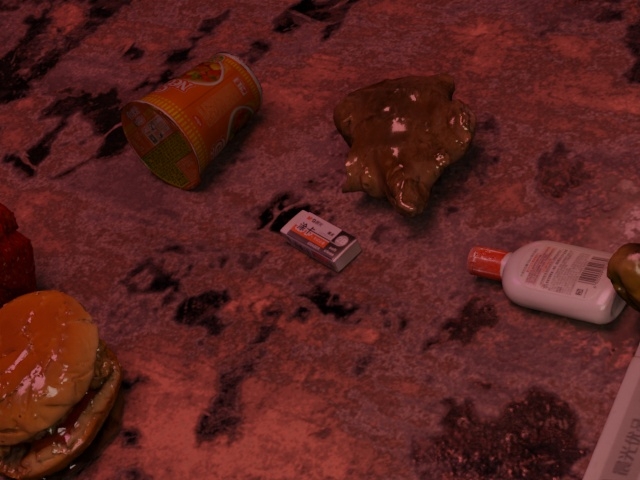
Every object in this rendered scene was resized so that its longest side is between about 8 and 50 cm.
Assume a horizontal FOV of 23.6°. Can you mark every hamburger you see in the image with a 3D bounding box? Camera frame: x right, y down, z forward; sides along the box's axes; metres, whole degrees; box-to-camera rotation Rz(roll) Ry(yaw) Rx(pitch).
[{"bbox_3d":[-0.392,0.197,2.076,0.244,0.163,0.244,-12,45,12],"label":"hamburger"}]

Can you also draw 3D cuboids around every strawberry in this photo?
[{"bbox_3d":[-0.520,0.046,2.207,0.238,0.250,0.288,-36,2,-20],"label":"strawberry"}]

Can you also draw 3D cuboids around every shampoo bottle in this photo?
[{"bbox_3d":[0.295,0.046,1.990,0.221,0.051,0.108,12,55,34],"label":"shampoo bottle"}]

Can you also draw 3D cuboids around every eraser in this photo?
[{"bbox_3d":[0.000,0.000,2.190,0.052,0.029,0.122,-42,45,-19],"label":"eraser"},{"bbox_3d":[0.365,0.243,1.752,0.089,0.061,0.352,7,50,31],"label":"eraser"}]

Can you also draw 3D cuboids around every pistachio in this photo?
[{"bbox_3d":[0.431,0.053,1.867,0.189,0.100,0.110,2,40,-36],"label":"pistachio"}]

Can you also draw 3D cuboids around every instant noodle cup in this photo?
[{"bbox_3d":[-0.190,-0.199,2.399,0.168,0.168,0.185,20,51,38],"label":"instant noodle cup"}]

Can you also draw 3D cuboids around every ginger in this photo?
[{"bbox_3d":[0.126,-0.126,2.196,0.219,0.123,0.270,-22,52,8],"label":"ginger"}]
